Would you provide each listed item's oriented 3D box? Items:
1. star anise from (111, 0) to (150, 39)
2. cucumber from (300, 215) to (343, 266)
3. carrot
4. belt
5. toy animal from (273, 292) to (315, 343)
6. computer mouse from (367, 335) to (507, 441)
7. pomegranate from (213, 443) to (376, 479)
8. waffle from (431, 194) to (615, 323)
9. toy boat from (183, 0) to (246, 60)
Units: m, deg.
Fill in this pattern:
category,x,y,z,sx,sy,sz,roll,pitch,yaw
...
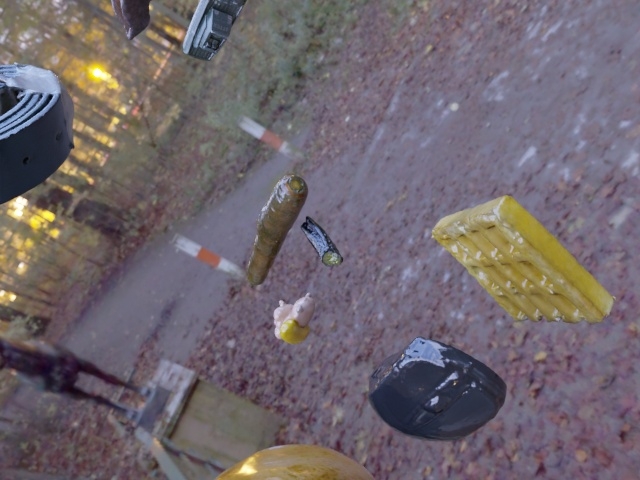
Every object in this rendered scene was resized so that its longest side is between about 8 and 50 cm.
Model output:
category,x,y,z,sx,sy,sz,roll,pitch,yaw
star anise,-0.266,-0.413,0.903,0.212,0.073,0.197,119,145,-64
cucumber,0.002,0.000,1.084,0.033,0.034,0.135,-69,28,26
carrot,-0.097,-0.008,1.235,0.342,0.070,0.070,119,168,-50
belt,-0.712,-0.212,1.330,0.436,0.300,0.173,-51,-24,-39
toy animal,-0.066,0.159,1.330,0.091,0.082,0.114,-18,-50,-51
computer mouse,0.135,0.214,0.855,0.086,0.137,0.270,-61,1,-26
pomegranate,-0.014,0.527,0.999,0.417,0.416,0.417,-48,23,28
waffle,0.298,0.035,0.988,0.055,0.221,0.248,-46,5,-12
toy boat,-0.173,-0.444,1.179,0.260,0.078,0.085,-53,48,30
